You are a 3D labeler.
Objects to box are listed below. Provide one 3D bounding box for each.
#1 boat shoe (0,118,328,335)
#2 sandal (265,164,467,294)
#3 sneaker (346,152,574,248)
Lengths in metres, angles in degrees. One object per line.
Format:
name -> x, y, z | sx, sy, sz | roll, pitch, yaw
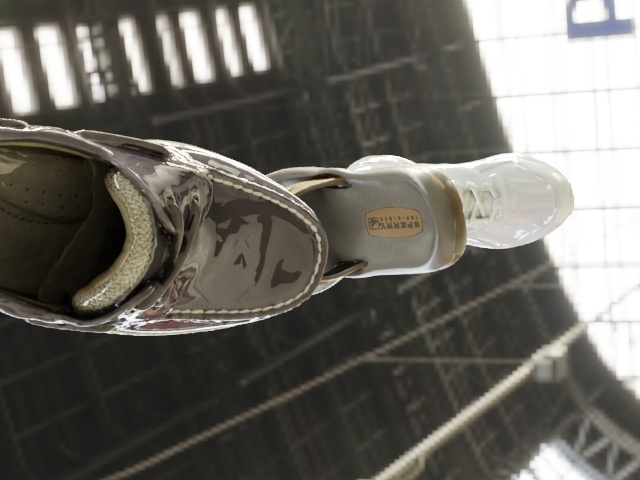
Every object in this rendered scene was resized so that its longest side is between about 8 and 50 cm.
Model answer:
boat shoe -> -0.105, -0.002, 0.685 | 0.285, 0.092, 0.103 | 15, -85, -38
sandal -> 0.000, 0.000, 0.960 | 0.060, 0.219, 0.090 | -23, -76, -40
sneaker -> 0.110, -0.030, 1.353 | 0.115, 0.232, 0.090 | -19, -73, -65
